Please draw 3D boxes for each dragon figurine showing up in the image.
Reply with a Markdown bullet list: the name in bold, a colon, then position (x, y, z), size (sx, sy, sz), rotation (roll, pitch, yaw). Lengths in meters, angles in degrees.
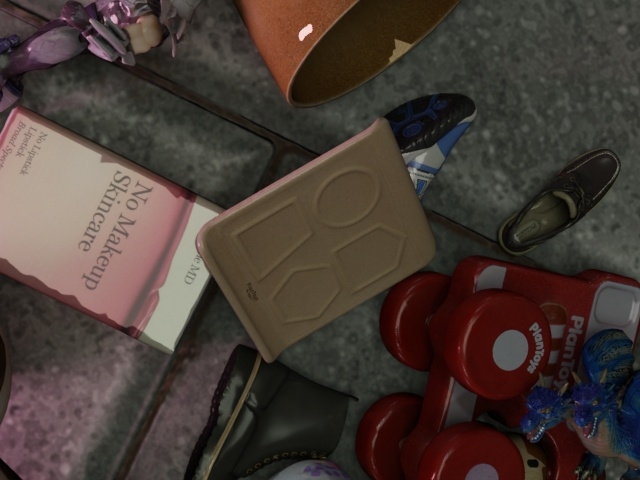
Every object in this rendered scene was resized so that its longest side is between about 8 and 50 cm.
- **dragon figurine**: position (0.293, 0.136, 1.174), size (0.289, 0.085, 0.144), rotation (-33, 124, -38)

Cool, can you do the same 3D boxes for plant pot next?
- **plant pot**: position (-0.010, -0.295, 1.171), size (0.237, 0.237, 0.254), rotation (-37, 81, -3)

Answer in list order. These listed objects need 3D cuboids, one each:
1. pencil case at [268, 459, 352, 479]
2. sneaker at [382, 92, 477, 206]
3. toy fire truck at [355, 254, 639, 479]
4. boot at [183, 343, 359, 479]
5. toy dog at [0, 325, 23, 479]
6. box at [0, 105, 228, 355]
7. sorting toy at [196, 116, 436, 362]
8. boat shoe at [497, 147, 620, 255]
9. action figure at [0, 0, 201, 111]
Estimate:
- **pencil case**: position (0.040, 0.315, 1.151), size (0.124, 0.273, 0.113), rotation (-51, 132, -1)
- **sneaker**: position (0.076, -0.066, 1.254), size (0.211, 0.080, 0.081), rotation (-42, 123, -6)
- **toy fire truck**: position (0.190, 0.165, 1.228), size (0.254, 0.169, 0.302), rotation (11, 91, -24)
- **boot**: position (-0.055, 0.219, 1.242), size (0.137, 0.077, 0.197), rotation (22, 90, -10)
- **toy dog**: position (-0.345, 0.225, 1.070), size (0.395, 0.284, 0.407), rotation (-14, 114, -22)
- **box**: position (-0.210, -0.009, 1.193), size (0.232, 0.127, 0.148), rotation (26, 88, -5)
- **sorting toy**: position (0.000, 0.000, 1.175), size (0.208, 0.038, 0.193), rotation (-34, 136, -7)
- **boat shoe**: position (0.248, -0.037, 1.273), size (0.152, 0.049, 0.056), rotation (-42, 94, -3)
- **action figure**: position (-0.232, -0.194, 1.171), size (0.285, 0.185, 0.099), rotation (-23, 110, 2)
